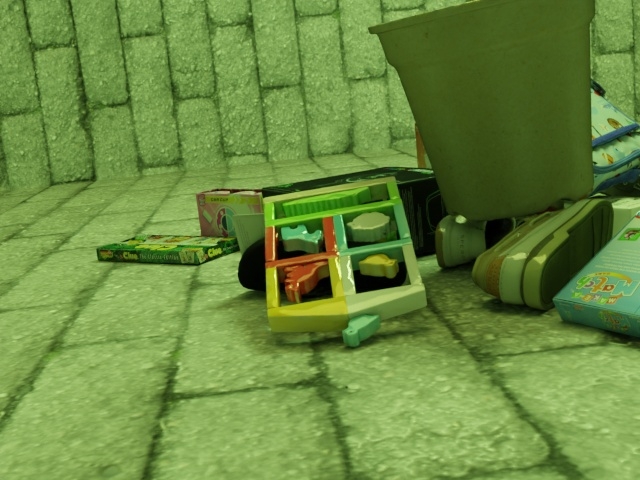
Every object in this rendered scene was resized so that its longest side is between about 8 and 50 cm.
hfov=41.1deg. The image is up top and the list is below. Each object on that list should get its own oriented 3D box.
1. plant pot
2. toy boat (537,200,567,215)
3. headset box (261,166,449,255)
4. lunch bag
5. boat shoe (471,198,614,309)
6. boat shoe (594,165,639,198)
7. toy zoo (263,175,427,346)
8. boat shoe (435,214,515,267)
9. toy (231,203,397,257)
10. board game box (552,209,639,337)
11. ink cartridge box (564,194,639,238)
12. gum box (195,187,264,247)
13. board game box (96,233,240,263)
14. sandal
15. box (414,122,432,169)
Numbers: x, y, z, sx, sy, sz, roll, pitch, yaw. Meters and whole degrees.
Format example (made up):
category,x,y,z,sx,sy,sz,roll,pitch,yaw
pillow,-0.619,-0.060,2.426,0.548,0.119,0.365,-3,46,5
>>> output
category,x,y,z,sx,sy,sz,roll,pitch,yaw
plant pot,0.265,-0.202,1.250,0.334,0.305,0.334,-13,12,3
toy boat,0.382,-0.102,1.610,0.151,0.151,0.231,-10,43,-39
headset box,0.060,-0.042,1.485,0.283,0.131,0.246,-12,12,-25
lunch bag,0.461,-0.188,1.535,0.303,0.115,0.243,-22,60,-45
boat shoe,0.311,0.005,1.159,0.103,0.113,0.302,9,19,36
boat shoe,0.616,-0.111,1.642,0.109,0.091,0.305,-7,11,-8
toy zoo,0.025,0.024,1.093,0.192,0.030,0.293,-9,38,3
boat shoe,0.271,-0.023,1.387,0.096,0.098,0.277,0,22,26
toy,0.000,0.000,1.270,0.237,0.137,0.056,-2,33,11
board game box,0.395,0.028,0.978,0.211,0.039,0.160,-38,25,-23
ink cartridge box,0.496,-0.040,1.437,0.099,0.056,0.135,-13,12,-33
gum box,-0.155,-0.044,1.670,0.188,0.107,0.062,4,15,41
board game box,-0.293,0.015,1.649,0.260,0.030,0.136,1,15,32
sandal,-0.004,0.041,1.222,0.254,0.097,0.054,-3,38,17
box,0.301,-0.215,2.137,0.091,0.170,0.130,-8,10,-8
